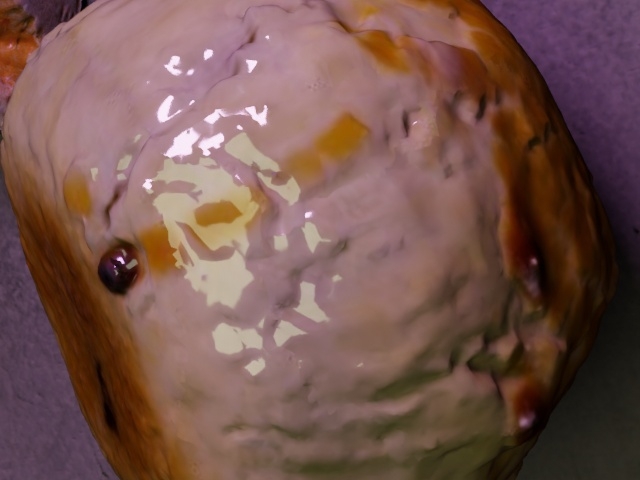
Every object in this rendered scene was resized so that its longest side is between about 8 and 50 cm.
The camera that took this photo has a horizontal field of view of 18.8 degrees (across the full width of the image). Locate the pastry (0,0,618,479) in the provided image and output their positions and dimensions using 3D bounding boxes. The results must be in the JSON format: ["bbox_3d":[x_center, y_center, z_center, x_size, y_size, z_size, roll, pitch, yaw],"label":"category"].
[{"bbox_3d":[0.000,0.000,1.139,0.388,0.312,0.388,48,150,40],"label":"pastry"}]

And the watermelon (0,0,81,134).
[{"bbox_3d":[-0.276,-0.217,1.324,0.188,0.175,0.322,10,109,27],"label":"watermelon"}]
